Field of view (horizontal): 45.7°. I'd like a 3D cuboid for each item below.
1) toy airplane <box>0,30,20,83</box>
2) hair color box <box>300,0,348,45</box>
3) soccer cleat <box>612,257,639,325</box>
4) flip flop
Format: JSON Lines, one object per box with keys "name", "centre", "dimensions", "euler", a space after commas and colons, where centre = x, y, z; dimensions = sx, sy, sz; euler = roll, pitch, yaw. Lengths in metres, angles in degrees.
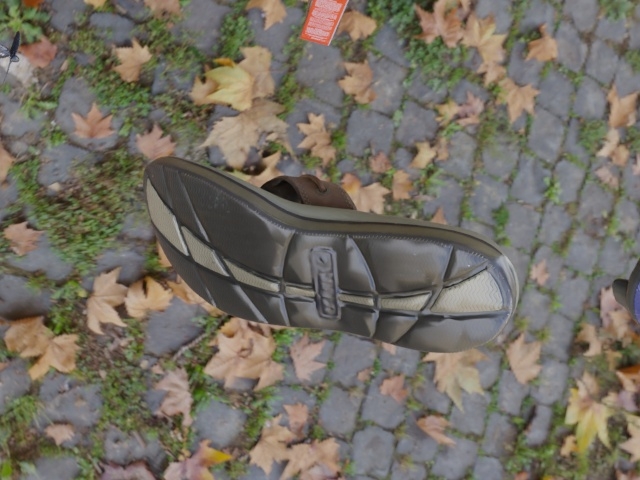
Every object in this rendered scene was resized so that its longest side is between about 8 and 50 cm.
{"name": "toy airplane", "centre": [-0.276, -0.163, 0.530], "dimensions": [0.151, 0.028, 0.151], "euler": [-14, 110, -45]}
{"name": "hair color box", "centre": [0.011, -0.314, 0.969], "dimensions": [0.043, 0.141, 0.072], "euler": [13, 76, -9]}
{"name": "soccer cleat", "centre": [0.303, 0.069, 0.487], "dimensions": [0.289, 0.121, 0.093], "euler": [21, 101, -37]}
{"name": "flip flop", "centre": [0.000, 0.000, 0.524], "dimensions": [0.080, 0.277, 0.112], "euler": [-52, 146, -50]}
